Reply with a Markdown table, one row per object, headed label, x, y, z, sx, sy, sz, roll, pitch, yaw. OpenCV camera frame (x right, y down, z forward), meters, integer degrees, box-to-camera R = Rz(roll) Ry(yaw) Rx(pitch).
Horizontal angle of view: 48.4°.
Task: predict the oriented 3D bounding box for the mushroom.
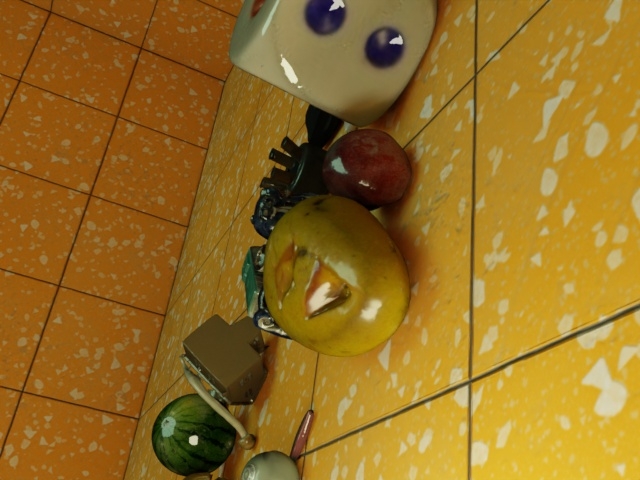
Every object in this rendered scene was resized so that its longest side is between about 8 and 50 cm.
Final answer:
| label | x | y | z | sx | sy | sz | roll | pitch | yaw |
| --- | --- | --- | --- | --- | --- | --- | --- | --- | --- |
| mushroom | -0.247 | 0.351 | 1.594 | 0.306 | 0.043 | 0.068 | 41 | 148 | 30 |

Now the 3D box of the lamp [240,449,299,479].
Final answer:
| label | x | y | z | sx | sy | sz | roll | pitch | yaw |
| --- | --- | --- | --- | --- | --- | --- | --- | --- | --- |
| lamp | -0.087 | 0.417 | 1.233 | 0.105 | 0.105 | 0.105 | -161 | 90 | -72 |

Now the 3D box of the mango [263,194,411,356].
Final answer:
| label | x | y | z | sx | sy | sz | roll | pitch | yaw |
| --- | --- | --- | --- | --- | --- | --- | --- | --- | --- |
| mango | 0.030 | 0.058 | 1.143 | 0.365 | 0.182 | 0.253 | 18 | 99 | 61 |

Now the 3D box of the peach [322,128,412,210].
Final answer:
| label | x | y | z | sx | sy | sz | roll | pitch | yaw |
| --- | --- | --- | --- | --- | --- | --- | --- | --- | --- |
| peach | 0.072 | -0.115 | 1.236 | 0.152 | 0.152 | 0.152 | -161 | 90 | -72 |

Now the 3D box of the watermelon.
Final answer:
| label | x | y | z | sx | sy | sz | roll | pitch | yaw |
| --- | --- | --- | --- | --- | --- | --- | --- | --- | --- |
| watermelon | -0.285 | 0.455 | 1.653 | 0.188 | 0.214 | 0.188 | -21 | 51 | 28 |

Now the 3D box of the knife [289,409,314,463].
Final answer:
| label | x | y | z | sx | sy | sz | roll | pitch | yaw |
| --- | --- | --- | --- | --- | --- | --- | --- | --- | --- |
| knife | -0.061 | 0.414 | 1.298 | 0.247 | 0.018 | 0.035 | -68 | 21 | 13 |

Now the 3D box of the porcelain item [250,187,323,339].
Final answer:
| label | x | y | z | sx | sy | sz | roll | pitch | yaw |
| --- | --- | --- | --- | --- | --- | --- | --- | --- | --- |
| porcelain item | -0.054 | 0.042 | 1.365 | 0.138 | 0.186 | 0.288 | -5 | 71 | 65 |

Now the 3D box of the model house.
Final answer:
| label | x | y | z | sx | sy | sz | roll | pitch | yaw |
| --- | --- | --- | --- | --- | --- | --- | --- | --- | --- |
| model house | -0.201 | 0.304 | 1.673 | 0.176 | 0.181 | 0.248 | -37 | -30 | -27 |

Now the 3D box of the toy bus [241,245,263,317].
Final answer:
| label | x | y | z | sx | sy | sz | roll | pitch | yaw |
| --- | --- | --- | --- | --- | --- | --- | --- | --- | --- |
| toy bus | -0.126 | 0.097 | 1.676 | 0.262 | 0.109 | 0.091 | -112 | 38 | -65 |

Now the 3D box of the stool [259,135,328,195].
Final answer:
| label | x | y | z | sx | sy | sz | roll | pitch | yaw |
| --- | --- | --- | --- | --- | --- | --- | --- | --- | --- |
| stool | -0.063 | -0.135 | 1.664 | 0.228 | 0.139 | 0.153 | -59 | 20 | 26 |

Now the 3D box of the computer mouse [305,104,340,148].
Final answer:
| label | x | y | z | sx | sy | sz | roll | pitch | yaw |
| --- | --- | --- | --- | --- | --- | --- | --- | --- | --- |
| computer mouse | 0.018 | -0.321 | 1.714 | 0.217 | 0.073 | 0.122 | 117 | 156 | -49 |

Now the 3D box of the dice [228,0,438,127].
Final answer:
| label | x | y | z | sx | sy | sz | roll | pitch | yaw |
| --- | --- | --- | --- | --- | --- | --- | --- | --- | --- |
| dice | 0.020 | -0.416 | 1.385 | 0.304 | 0.304 | 0.277 | -63 | 25 | 9 |

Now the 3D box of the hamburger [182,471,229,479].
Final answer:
| label | x | y | z | sx | sy | sz | roll | pitch | yaw |
| --- | --- | --- | --- | --- | --- | --- | --- | --- | --- |
| hamburger | -0.269 | 0.634 | 1.493 | 0.259 | 0.144 | 0.283 | 142 | 141 | -60 |

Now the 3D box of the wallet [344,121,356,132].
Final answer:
| label | x | y | z | sx | sy | sz | roll | pitch | yaw |
| --- | --- | --- | --- | --- | --- | --- | --- | --- | --- |
| wallet | 0.088 | -0.297 | 1.564 | 0.061 | 0.025 | 0.122 | -95 | 29 | -47 |

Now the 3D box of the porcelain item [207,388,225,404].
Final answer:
| label | x | y | z | sx | sy | sz | roll | pitch | yaw |
| --- | --- | --- | --- | --- | --- | --- | --- | --- | --- |
| porcelain item | -0.291 | 0.495 | 1.841 | 0.084 | 0.054 | 0.213 | 150 | 135 | -67 |
